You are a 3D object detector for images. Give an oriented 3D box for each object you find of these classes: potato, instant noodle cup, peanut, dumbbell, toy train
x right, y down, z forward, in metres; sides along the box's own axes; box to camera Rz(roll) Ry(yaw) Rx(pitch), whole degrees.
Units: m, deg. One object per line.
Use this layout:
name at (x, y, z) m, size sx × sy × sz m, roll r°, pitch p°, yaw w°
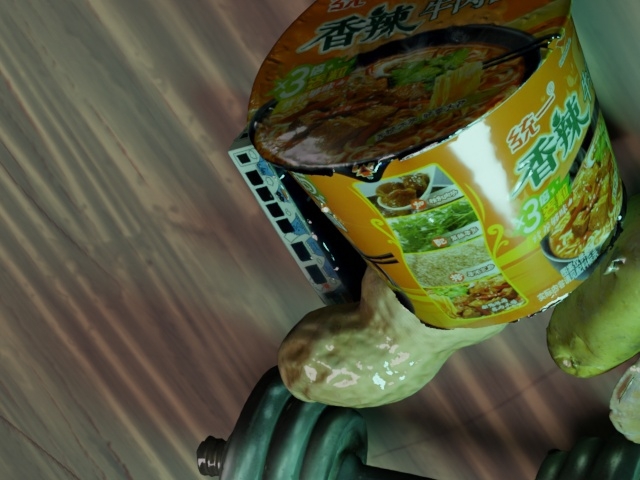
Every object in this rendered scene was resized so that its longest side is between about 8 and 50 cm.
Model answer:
potato at (0.220, 0.031, 1.295) m, size 0.085 × 0.105 × 0.188 m, roll 33°, pitch 137°, yaw 1°
instant noodle cup at (0.089, -0.063, 1.218) m, size 0.230 × 0.230 × 0.182 m, roll -7°, pitch 133°, yaw 30°
peanut at (0.065, 0.055, 1.373) m, size 0.228 × 0.086 × 0.104 m, roll -40°, pitch 113°, yaw 21°
dumbbell at (0.092, 0.210, 1.451) m, size 0.406 × 0.179 × 0.179 m, roll 11°, pitch 130°, yaw 19°
toy train at (0.000, 0.000, 1.419) m, size 0.047 × 0.043 × 0.207 m, roll -14°, pitch 119°, yaw 37°

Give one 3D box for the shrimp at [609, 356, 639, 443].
shrimp at (0.285, 0.076, 1.310) m, size 0.126 × 0.047 × 0.223 m, roll 6°, pitch 134°, yaw -28°
